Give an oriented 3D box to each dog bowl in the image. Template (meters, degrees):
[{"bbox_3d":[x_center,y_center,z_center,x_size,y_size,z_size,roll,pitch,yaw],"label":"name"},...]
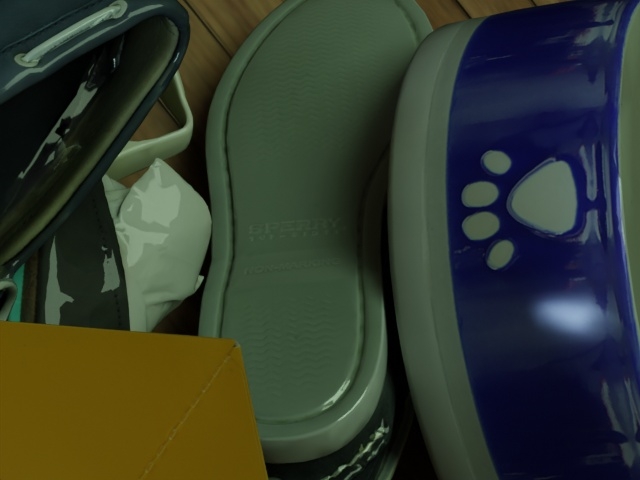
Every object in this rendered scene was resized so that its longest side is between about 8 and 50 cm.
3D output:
[{"bbox_3d":[0.128,0.019,0.921,0.265,0.104,0.265,-9,90,-67],"label":"dog bowl"}]

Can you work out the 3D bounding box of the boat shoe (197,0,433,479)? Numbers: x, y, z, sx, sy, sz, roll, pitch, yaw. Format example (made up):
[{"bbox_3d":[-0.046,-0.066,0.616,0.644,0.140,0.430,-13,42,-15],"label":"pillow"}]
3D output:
[{"bbox_3d":[0.000,0.000,0.919,0.091,0.114,0.303,78,20,-46],"label":"boat shoe"}]

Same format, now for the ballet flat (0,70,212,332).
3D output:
[{"bbox_3d":[-0.098,-0.028,0.829,0.096,0.095,0.280,-3,63,-11],"label":"ballet flat"}]

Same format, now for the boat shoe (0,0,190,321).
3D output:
[{"bbox_3d":[-0.144,-0.003,0.722,0.254,0.079,0.095,-49,140,-19],"label":"boat shoe"}]

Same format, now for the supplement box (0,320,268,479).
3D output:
[{"bbox_3d":[-0.144,0.122,0.629,0.191,0.194,0.129,7,60,-39],"label":"supplement box"}]
